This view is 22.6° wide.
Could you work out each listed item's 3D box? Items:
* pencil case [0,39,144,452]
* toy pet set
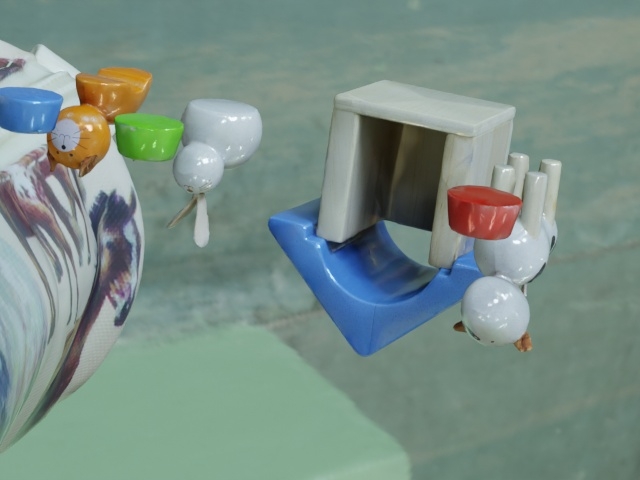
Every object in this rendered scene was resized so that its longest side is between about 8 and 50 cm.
[{"bbox_3d":[-0.152,0.030,0.426,0.183,0.410,0.160,-37,97,10],"label":"pencil case"},{"bbox_3d":[0.000,0.000,0.387,0.114,0.122,0.065,-26,127,-63],"label":"toy pet set"}]
